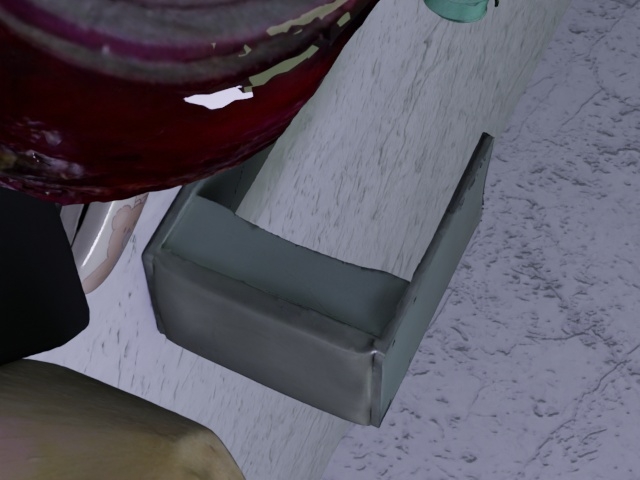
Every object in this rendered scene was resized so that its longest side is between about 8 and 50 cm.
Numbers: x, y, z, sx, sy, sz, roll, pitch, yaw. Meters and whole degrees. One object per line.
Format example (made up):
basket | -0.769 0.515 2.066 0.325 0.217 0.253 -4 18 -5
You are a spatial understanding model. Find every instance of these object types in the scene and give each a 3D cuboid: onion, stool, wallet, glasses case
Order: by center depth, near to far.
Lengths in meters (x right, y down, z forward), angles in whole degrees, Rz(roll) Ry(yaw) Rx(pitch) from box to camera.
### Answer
onion | -0.097 -0.170 0.901 0.260 0.282 0.336 133 -24 -66
wallet | -0.218 0.008 1.063 0.250 0.044 0.149 -20 91 -76
glasses case | -0.159 -0.054 1.331 0.204 0.051 0.081 -69 166 8
stool | 0.000 0.000 1.648 0.269 0.243 0.170 -61 167 -26

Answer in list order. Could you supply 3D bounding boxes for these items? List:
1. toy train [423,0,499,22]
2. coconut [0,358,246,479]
toy train | 0.094 -0.369 1.376 0.160 0.253 0.397 -45 156 -45
coconut | -0.175 0.240 1.061 0.352 0.352 0.352 23 90 -78
